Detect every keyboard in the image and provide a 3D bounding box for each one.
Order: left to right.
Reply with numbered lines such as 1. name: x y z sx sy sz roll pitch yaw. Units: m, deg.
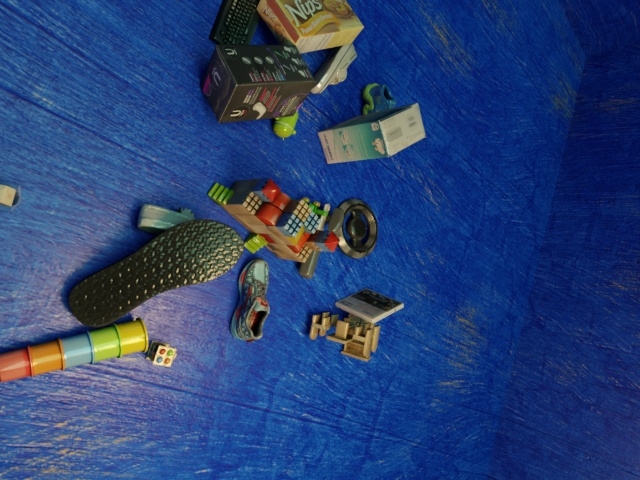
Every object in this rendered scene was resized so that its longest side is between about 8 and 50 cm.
1. keyboard: -0.256 -0.724 1.321 0.202 0.033 0.317 25 76 -39

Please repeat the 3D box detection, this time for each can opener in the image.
1. can opener: 0.000 0.000 1.553 0.074 0.093 0.280 56 54 -69

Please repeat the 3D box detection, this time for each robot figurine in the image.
1. robot figurine: -0.113 -0.385 1.444 0.101 0.067 0.115 32 73 -50

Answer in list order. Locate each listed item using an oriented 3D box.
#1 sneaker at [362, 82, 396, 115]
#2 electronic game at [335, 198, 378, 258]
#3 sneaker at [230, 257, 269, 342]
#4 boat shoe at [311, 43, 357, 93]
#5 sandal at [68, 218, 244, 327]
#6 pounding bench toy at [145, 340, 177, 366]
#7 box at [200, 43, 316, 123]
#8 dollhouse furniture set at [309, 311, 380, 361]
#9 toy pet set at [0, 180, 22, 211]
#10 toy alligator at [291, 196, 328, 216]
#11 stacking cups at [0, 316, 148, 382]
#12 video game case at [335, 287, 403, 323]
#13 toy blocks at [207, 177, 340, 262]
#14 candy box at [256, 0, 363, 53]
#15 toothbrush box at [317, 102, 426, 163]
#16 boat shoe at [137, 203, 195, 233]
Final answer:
1. sneaker: 0.225 -0.477 1.690 0.091 0.126 0.240 -20 106 -38
2. electronic game: 0.136 -0.045 1.697 0.229 0.048 0.229 5 82 -39
3. sneaker: -0.191 0.186 1.382 0.104 0.125 0.261 13 85 -41
4. boat shoe: 0.051 -0.593 1.558 0.088 0.096 0.267 44 57 -29
5. sandal: -0.420 0.067 1.163 0.446 0.107 0.167 -24 100 -14
6. pounding bench toy: -0.425 0.316 1.230 0.083 0.065 0.052 25 77 -40
7. box: -0.179 -0.453 1.286 0.271 0.165 0.143 -18 75 -37
8. dollhouse furniture set: 0.102 0.358 1.597 0.242 0.212 0.160 4 96 -63
9. toy pet set: -0.718 -0.113 0.965 0.114 0.065 0.122 12 81 -6
10. toy alligator: -0.067 -0.117 1.516 0.190 0.051 0.056 19 80 -16
11. stacking cups: -0.588 0.258 1.070 0.316 0.096 0.095 -5 97 -39
12. video game case: 0.182 0.241 1.665 0.173 0.190 0.022 -19 115 -38
13. toy blocks: -0.117 -0.055 1.338 0.381 0.261 0.190 45 65 -33
14. candy box: -0.025 -0.712 1.427 0.316 0.087 0.182 -31 86 -39
15. toothbrush box: 0.174 -0.366 1.544 0.216 0.296 0.126 -31 112 -34
16. boat shoe: -0.384 -0.054 1.226 0.228 0.079 0.081 11 72 -40
